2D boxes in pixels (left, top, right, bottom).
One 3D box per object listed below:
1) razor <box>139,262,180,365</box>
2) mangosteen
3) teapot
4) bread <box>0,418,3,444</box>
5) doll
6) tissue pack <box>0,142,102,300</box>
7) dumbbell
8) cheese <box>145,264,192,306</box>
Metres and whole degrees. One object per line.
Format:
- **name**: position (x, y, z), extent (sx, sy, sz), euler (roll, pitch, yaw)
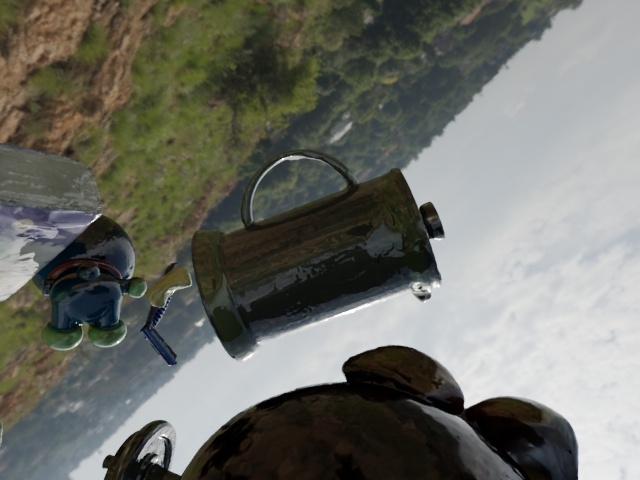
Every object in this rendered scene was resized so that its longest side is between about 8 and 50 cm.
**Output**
- **razor**: position (-0.322, 0.132, 1.187), extent (0.056, 0.093, 0.324), euler (-27, -155, 5)
- **mangosteen**: position (0.062, 0.292, 0.560), extent (0.435, 0.382, 0.382), euler (-28, 170, -47)
- **teapot**: position (0.000, 0.000, 0.837), extent (0.337, 0.270, 0.200), euler (-20, -177, 4)
- **bread**: position (-0.423, 0.193, 0.498), extent (0.257, 0.124, 0.185), euler (-21, 139, -17)
- **doll**: position (-0.456, 0.057, 1.135), extent (0.199, 0.322, 0.186), euler (-1, 120, -32)
- **tissue pack**: position (-0.544, -0.010, 0.915), extent (0.344, 0.125, 0.242), euler (-34, 160, 28)
- **dumbbell**: position (-0.237, 0.415, 0.980), extent (0.192, 0.290, 0.191), euler (14, 90, -75)
- **cheese**: position (-0.259, 0.081, 1.000), extent (0.083, 0.044, 0.030), euler (-41, 172, -8)
